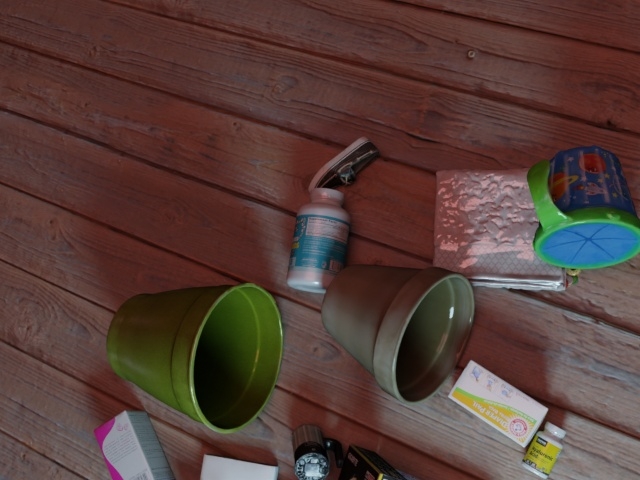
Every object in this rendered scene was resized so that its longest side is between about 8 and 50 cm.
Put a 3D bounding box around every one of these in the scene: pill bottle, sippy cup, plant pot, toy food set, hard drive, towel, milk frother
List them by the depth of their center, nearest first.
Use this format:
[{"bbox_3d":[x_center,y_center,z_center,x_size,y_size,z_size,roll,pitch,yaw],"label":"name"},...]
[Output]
[{"bbox_3d":[0.601,-0.083,1.618,0.240,0.305,0.224,-4,60,18],"label":"sippy cup"},{"bbox_3d":[0.512,0.476,1.624,0.065,0.065,0.116,27,84,22],"label":"pill bottle"},{"bbox_3d":[0.166,0.185,1.707,0.280,0.323,0.323,23,83,38],"label":"plant pot"},{"bbox_3d":[0.587,0.077,1.730,0.083,0.020,0.082,21,83,21],"label":"toy food set"},{"bbox_3d":[-0.020,0.552,1.746,0.129,0.135,0.143,23,102,-12],"label":"milk frother"},{"bbox_3d":[0.445,-0.036,1.776,0.332,0.053,0.316,1,71,17],"label":"towel"},{"bbox_3d":[-0.226,0.716,1.809,0.203,0.040,0.307,4,77,19],"label":"hard drive"},{"bbox_3d":[-0.341,0.273,1.825,0.353,0.366,0.366,5,77,31],"label":"plant pot"},{"bbox_3d":[0.000,0.000,1.871,0.146,0.146,0.264,5,76,19],"label":"pill bottle"}]

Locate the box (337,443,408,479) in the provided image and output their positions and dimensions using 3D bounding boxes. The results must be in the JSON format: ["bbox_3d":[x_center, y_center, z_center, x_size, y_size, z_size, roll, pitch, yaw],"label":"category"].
[{"bbox_3d":[0.087,0.616,1.589,0.079,0.322,0.257,19,83,-7],"label":"box"}]

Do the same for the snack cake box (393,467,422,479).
[{"bbox_3d":[0.253,0.652,1.648,0.264,0.089,0.152,18,84,21],"label":"snack cake box"}]

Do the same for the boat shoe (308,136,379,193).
[{"bbox_3d":[0.063,-0.190,1.938,0.219,0.078,0.070,-42,67,2],"label":"boat shoe"}]

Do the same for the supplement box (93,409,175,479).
[{"bbox_3d":[-0.493,0.574,1.894,0.111,0.114,0.220,-33,70,8],"label":"supplement box"}]

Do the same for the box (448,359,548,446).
[{"bbox_3d":[0.415,0.378,1.655,0.203,0.114,0.103,32,87,21],"label":"box"}]
